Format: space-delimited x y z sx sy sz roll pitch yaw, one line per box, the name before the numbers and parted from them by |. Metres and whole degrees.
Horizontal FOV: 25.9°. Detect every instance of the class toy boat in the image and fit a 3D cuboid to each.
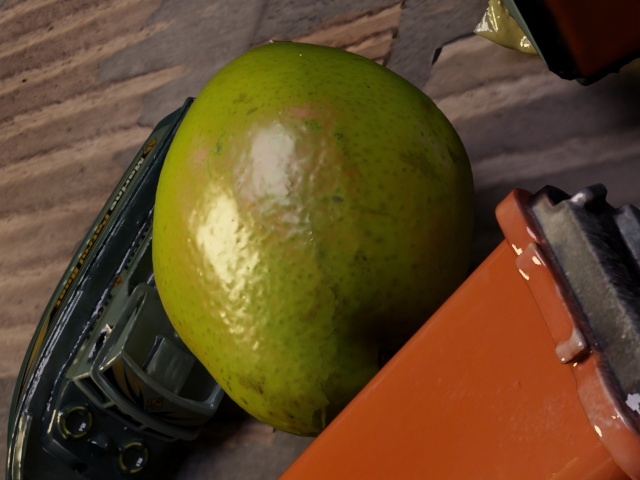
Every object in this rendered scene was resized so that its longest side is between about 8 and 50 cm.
toy boat | -0.107 0.056 0.866 0.122 0.114 0.296 -8 50 53

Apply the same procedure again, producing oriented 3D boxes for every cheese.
cheese | 0.140 -0.144 0.858 0.084 0.041 0.060 5 68 40

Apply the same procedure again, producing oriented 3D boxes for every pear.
pear | 0.000 0.000 0.752 0.187 0.187 0.220 -34 40 19

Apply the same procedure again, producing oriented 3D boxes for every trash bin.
trash bin | 0.087 0.119 0.579 0.238 0.161 0.184 -44 34 19

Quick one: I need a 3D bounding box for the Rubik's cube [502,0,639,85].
Rubik's cube | 0.159 -0.303 0.739 0.283 0.293 0.288 -27 37 7
